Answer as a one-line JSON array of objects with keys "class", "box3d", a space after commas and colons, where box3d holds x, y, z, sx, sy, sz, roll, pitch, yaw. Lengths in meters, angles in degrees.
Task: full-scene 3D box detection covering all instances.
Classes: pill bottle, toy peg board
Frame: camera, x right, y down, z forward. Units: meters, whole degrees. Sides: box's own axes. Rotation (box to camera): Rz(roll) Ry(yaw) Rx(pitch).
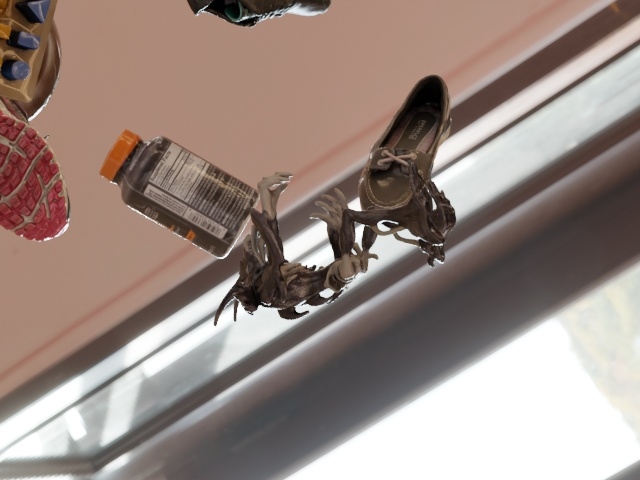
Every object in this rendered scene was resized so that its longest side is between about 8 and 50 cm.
[{"class": "pill bottle", "box3d": [-0.231, -0.083, 1.885, 0.245, 0.130, 0.130, 30, -164, -7]}, {"class": "toy peg board", "box3d": [-0.343, -0.236, 1.189, 0.160, 0.161, 0.079, 14, -179, -32]}]

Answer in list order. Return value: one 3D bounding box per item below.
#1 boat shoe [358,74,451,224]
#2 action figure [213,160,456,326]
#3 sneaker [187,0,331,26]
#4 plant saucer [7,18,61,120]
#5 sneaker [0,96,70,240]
[{"class": "boat shoe", "box3d": [0.135, -0.152, 1.856, 0.335, 0.112, 0.096, -61, -24, -49]}, {"class": "action figure", "box3d": [0.000, 0.000, 1.233, 0.164, 0.275, 0.141, 12, -120, -65]}, {"class": "sneaker", "box3d": [-0.101, -0.379, 1.840, 0.267, 0.101, 0.106, 5, -117, -29]}, {"class": "plant saucer", "box3d": [-0.575, -0.327, 1.929, 0.311, 0.310, 0.050, 55, 153, -9]}, {"class": "sneaker", "box3d": [-0.415, -0.124, 1.556, 0.299, 0.121, 0.112, 53, -174, 21]}]
